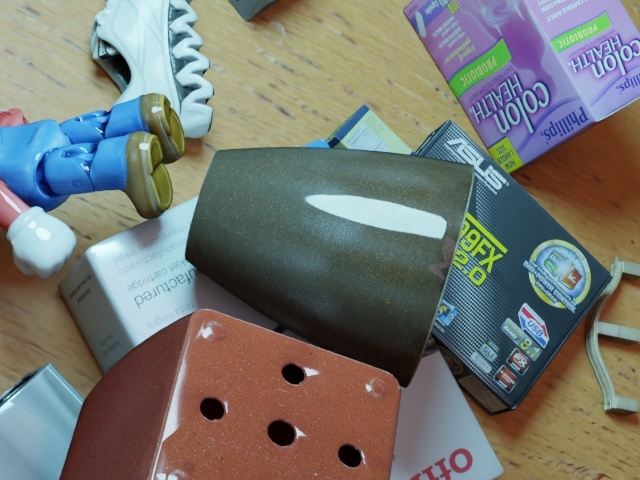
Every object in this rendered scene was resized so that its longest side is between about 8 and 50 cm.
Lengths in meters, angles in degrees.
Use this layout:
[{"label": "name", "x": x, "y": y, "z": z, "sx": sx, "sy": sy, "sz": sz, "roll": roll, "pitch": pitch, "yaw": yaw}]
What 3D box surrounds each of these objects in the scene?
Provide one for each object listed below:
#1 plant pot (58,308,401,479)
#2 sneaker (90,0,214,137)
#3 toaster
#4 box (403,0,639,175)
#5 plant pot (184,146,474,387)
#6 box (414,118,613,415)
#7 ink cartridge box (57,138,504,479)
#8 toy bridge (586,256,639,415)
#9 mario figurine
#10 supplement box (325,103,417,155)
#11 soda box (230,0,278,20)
[{"label": "plant pot", "x": -0.070, "y": 0.212, "z": 1.129, "sx": 0.267, "sy": 0.235, "sz": 0.267, "roll": 20, "pitch": 48, "yaw": -10}, {"label": "sneaker", "x": -0.193, "y": -0.250, "z": 1.510, "sx": 0.118, "sy": 0.110, "sz": 0.292, "roll": -8, "pitch": 78, "yaw": -13}, {"label": "toaster", "x": -0.288, "y": 0.212, "z": 1.301, "sx": 0.168, "sy": 0.186, "sz": 0.110, "roll": -44, "pitch": 98, "yaw": -24}, {"label": "box", "x": 0.239, "y": -0.227, "z": 1.602, "sx": 0.117, "sy": 0.213, "sz": 0.243, "roll": -31, "pitch": 89, "yaw": -25}, {"label": "plant pot", "x": 0.000, "y": 0.000, "z": 1.290, "sx": 0.230, "sy": 0.215, "sz": 0.215, "roll": 17, "pitch": 70, "yaw": 1}, {"label": "box", "x": 0.172, "y": 0.030, "z": 1.591, "sx": 0.270, "sy": 0.060, "sz": 0.216, "roll": 44, "pitch": 66, "yaw": -5}, {"label": "ink cartridge box", "x": -0.040, "y": 0.140, "z": 1.422, "sx": 0.285, "sy": 0.166, "sz": 0.395, "roll": -27, "pitch": 87, "yaw": -24}, {"label": "toy bridge", "x": 0.347, "y": 0.109, "z": 1.655, "sx": 0.063, "sy": 0.026, "sz": 0.188, "roll": 11, "pitch": 72, "yaw": -16}, {"label": "mario figurine", "x": -0.291, "y": -0.052, "z": 1.364, "sx": 0.321, "sy": 0.198, "sz": 0.170, "roll": -5, "pitch": 95, "yaw": 13}, {"label": "supplement box", "x": 0.047, "y": -0.094, "z": 1.564, "sx": 0.083, "sy": 0.083, "sz": 0.056, "roll": 44, "pitch": 65, "yaw": -6}, {"label": "soda box", "x": -0.125, "y": -0.396, "z": 1.574, "sx": 0.091, "sy": 0.098, "sz": 0.286, "roll": -38, "pitch": 92, "yaw": -25}]
